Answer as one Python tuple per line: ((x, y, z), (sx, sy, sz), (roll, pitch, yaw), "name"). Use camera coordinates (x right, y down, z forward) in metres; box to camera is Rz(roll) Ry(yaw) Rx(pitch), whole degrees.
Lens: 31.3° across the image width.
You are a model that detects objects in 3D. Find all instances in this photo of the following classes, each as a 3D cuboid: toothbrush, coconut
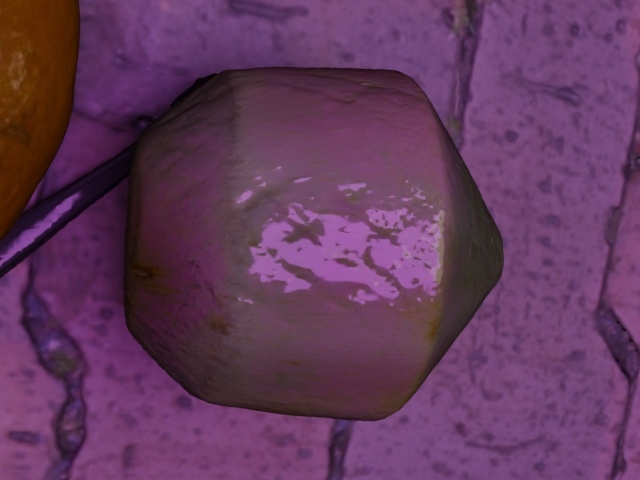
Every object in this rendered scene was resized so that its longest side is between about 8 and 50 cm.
((-0.172, -0.010, 0.695), (0.297, 0.030, 0.030), (-38, 87, -13), "toothbrush")
((0.000, 0.000, 0.681), (0.235, 0.204, 0.236), (1, 85, -13), "coconut")

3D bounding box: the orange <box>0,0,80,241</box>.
((-0.249, -0.095, 0.525), (0.279, 0.235, 0.279), (-26, 126, -42), "orange")
